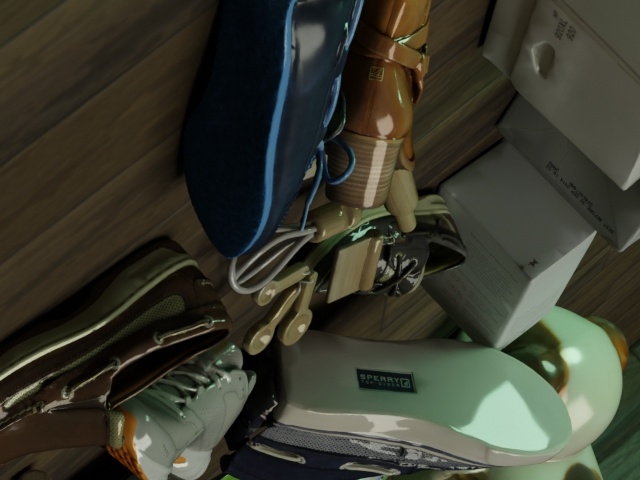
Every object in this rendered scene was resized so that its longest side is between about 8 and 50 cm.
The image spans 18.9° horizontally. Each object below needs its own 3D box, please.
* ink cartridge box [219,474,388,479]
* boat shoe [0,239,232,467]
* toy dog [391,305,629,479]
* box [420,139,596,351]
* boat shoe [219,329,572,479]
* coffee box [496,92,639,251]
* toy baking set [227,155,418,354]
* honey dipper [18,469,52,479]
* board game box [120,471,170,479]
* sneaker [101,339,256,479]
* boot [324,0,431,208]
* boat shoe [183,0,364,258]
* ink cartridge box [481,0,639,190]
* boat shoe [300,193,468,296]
[{"bbox_3d":[-0.049,0.306,2.163,0.255,0.097,0.189,-29,159,-43],"label":"ink cartridge box"},{"bbox_3d":[-0.171,0.106,1.333,0.257,0.095,0.095,-39,164,-14],"label":"boat shoe"},{"bbox_3d":[0.240,0.276,2.337,0.284,0.395,0.408,-11,113,-40],"label":"toy dog"},{"bbox_3d":[0.171,0.010,1.855,0.091,0.130,0.170,-35,163,-26],"label":"box"},{"bbox_3d":[0.062,0.177,1.852,0.340,0.127,0.158,13,141,-23],"label":"boat shoe"},{"bbox_3d":[0.330,-0.133,1.801,0.297,0.168,0.119,-30,160,-41],"label":"coffee box"},{"bbox_3d":[0.005,-0.004,1.513,0.197,0.030,0.256,-46,153,-19],"label":"toy baking set"},{"bbox_3d":[-0.252,0.235,1.613,0.030,0.030,0.160,-33,166,-31],"label":"honey dipper"},{"bbox_3d":[-0.194,0.242,1.710,0.186,0.026,0.126,-38,179,-20],"label":"board game box"},{"bbox_3d":[-0.119,0.124,1.545,0.121,0.099,0.262,-51,172,1],"label":"sneaker"},{"bbox_3d":[0.044,-0.119,1.319,0.197,0.073,0.152,-89,-170,-71],"label":"boot"},{"bbox_3d":[-0.017,-0.077,1.202,0.089,0.109,0.258,-26,160,-29],"label":"boat shoe"},{"bbox_3d":[0.270,-0.191,1.490,0.233,0.168,0.171,-39,165,-16],"label":"ink cartridge box"},{"bbox_3d":[0.064,0.013,1.703,0.080,0.073,0.223,-51,162,30],"label":"boat shoe"}]
